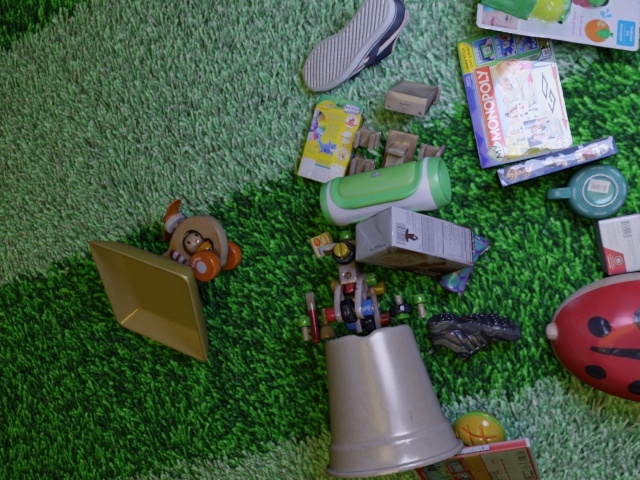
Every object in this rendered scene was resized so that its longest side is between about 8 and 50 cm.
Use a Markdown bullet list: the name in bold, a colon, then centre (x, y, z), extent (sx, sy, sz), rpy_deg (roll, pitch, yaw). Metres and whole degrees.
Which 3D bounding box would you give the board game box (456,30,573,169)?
- **board game box**: centre (0.465, -0.349, 1.364), extent (0.213, 0.046, 0.317), rpy_deg (-12, 90, 15)

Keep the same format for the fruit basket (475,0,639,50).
- **fruit basket**: centre (0.535, -0.591, 1.250), extent (0.353, 0.165, 0.327), rpy_deg (9, 76, 8)

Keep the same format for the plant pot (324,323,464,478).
- **plant pot**: centre (0.147, 0.374, 1.375), extent (0.333, 0.334, 0.306), rpy_deg (-15, 77, 16)

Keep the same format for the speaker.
- **speaker**: centre (0.151, -0.112, 1.342), extent (0.296, 0.131, 0.131), rpy_deg (-10, 90, 27)

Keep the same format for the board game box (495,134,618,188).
- **board game box**: centre (0.528, -0.174, 1.294), extent (0.243, 0.165, 0.042), rpy_deg (-16, 89, 17)

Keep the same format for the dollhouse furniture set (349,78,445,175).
- **dollhouse furniture set**: centre (0.210, -0.261, 1.418), extent (0.212, 0.161, 0.242), rpy_deg (17, 119, 15)

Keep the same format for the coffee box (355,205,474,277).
- **coffee box**: centre (0.222, 0.009, 1.329), extent (0.141, 0.246, 0.098), rpy_deg (-25, 58, 54)

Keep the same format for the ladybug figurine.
- **ladybug figurine**: centre (0.736, 0.228, 1.243), extent (0.449, 0.162, 0.305), rpy_deg (-1, 101, 15)

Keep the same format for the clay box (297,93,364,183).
- **clay box**: centre (0.031, -0.260, 1.488), extent (0.127, 0.053, 0.222), rpy_deg (18, 96, 14)

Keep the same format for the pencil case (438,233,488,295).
- **pencil case**: centre (0.357, 0.055, 1.406), extent (0.070, 0.064, 0.152), rpy_deg (32, 102, 27)

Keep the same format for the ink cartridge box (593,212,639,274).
- **ink cartridge box**: centre (0.733, 0.000, 1.291), extent (0.175, 0.072, 0.128), rpy_deg (-11, 90, 16)

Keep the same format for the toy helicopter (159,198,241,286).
- **toy helicopter**: centre (-0.412, 0.032, 1.594), extent (0.355, 0.140, 0.235), rpy_deg (-26, 92, 28)

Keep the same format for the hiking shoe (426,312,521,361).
- **hiking shoe**: centre (0.381, 0.244, 1.410), extent (0.226, 0.086, 0.114), rpy_deg (2, 107, 21)

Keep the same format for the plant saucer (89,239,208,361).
- **plant saucer**: centre (-0.448, 0.150, 1.557), extent (0.332, 0.081, 0.333), rpy_deg (18, 133, 22)

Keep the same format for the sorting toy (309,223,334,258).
- **sorting toy**: centre (0.000, 0.000, 1.531), extent (0.062, 0.012, 0.083), rpy_deg (-24, 87, 16)

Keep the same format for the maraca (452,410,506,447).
- **maraca**: centre (0.382, 0.494, 1.409), extent (0.127, 0.099, 0.186), rpy_deg (36, 127, 10)

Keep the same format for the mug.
- **mug**: centre (0.623, -0.105, 1.304), extent (0.157, 0.097, 0.129), rpy_deg (-36, 83, 14)

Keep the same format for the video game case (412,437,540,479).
- **video game case**: centre (0.377, 0.554, 1.378), extent (0.285, 0.204, 0.025), rpy_deg (-16, 44, 16)

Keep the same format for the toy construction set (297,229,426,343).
- **toy construction set**: centre (0.062, 0.116, 1.445), extent (0.308, 0.257, 0.237), rpy_deg (-25, 67, 38)

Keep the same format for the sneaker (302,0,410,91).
- **sneaker**: centre (0.095, -0.484, 1.432), extent (0.321, 0.127, 0.126), rpy_deg (-31, 77, 40)
